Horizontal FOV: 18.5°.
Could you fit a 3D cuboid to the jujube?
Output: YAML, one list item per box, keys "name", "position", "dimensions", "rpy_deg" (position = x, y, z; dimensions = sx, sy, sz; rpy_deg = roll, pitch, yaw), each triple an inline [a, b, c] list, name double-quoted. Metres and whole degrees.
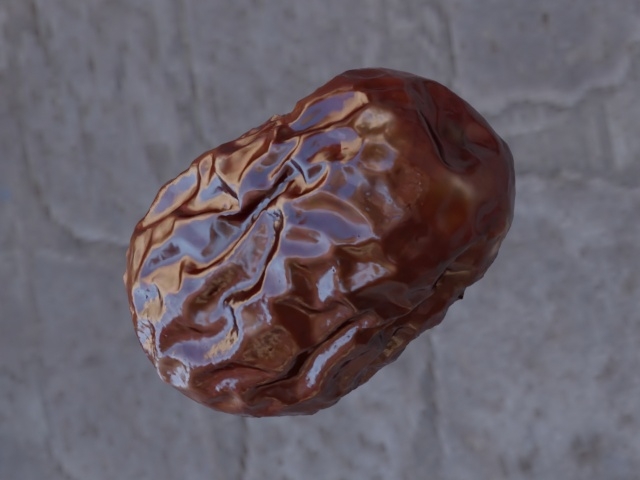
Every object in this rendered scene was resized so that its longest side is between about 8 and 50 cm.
- name: "jujube"
  position: [0.000, 0.000, 1.015]
  dimensions: [0.230, 0.155, 0.155]
  rpy_deg: [-40, 66, 41]
